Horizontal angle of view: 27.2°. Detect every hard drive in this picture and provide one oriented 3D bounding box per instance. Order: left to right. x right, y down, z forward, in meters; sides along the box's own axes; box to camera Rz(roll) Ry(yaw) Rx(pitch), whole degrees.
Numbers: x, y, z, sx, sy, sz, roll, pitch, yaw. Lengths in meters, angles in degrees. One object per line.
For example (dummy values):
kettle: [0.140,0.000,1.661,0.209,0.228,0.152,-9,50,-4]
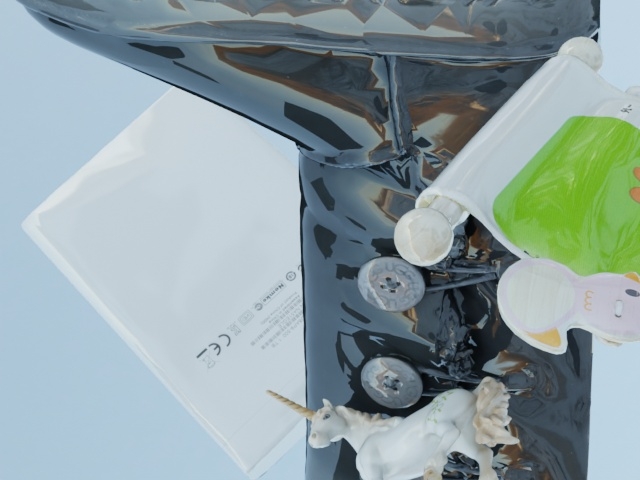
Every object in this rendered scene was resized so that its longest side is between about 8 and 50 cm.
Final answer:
hard drive: [-0.093,0.023,1.258,0.233,0.353,0.047,-43,-25,-8]

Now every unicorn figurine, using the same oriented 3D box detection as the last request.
unicorn figurine: [0.048,0.127,0.797,0.111,0.162,0.060,-86,-28,-51]

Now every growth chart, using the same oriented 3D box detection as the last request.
growth chart: [0.151,0.005,0.388,0.172,0.237,0.021,-57,-16,-53]

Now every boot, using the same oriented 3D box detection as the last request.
boot: [0.002,0.001,0.850,0.146,0.367,0.445,-56,-31,-39]
